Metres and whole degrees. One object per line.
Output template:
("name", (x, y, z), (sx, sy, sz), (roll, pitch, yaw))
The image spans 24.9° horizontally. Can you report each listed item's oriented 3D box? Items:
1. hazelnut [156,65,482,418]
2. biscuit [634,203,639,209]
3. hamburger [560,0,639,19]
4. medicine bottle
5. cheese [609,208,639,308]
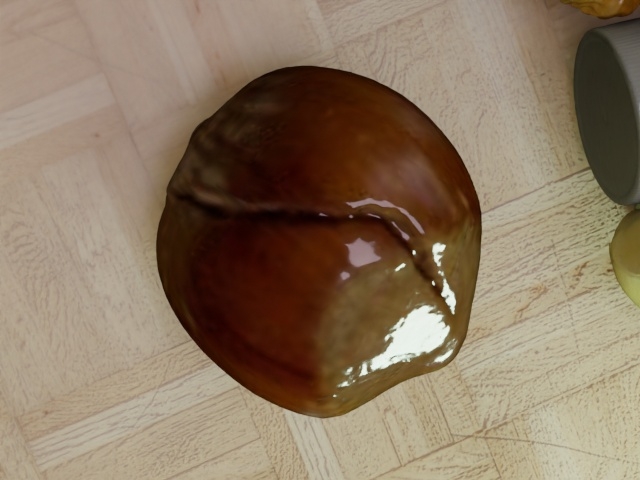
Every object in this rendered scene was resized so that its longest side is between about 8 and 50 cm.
("hazelnut", (0.000, 0.000, 1.536), (0.372, 0.315, 0.372), (-1, 86, 16))
("biscuit", (0.495, -0.005, 1.749), (0.252, 0.052, 0.150), (15, 96, -11))
("hamburger", (0.336, -0.333, 1.577), (0.237, 0.237, 0.149), (-33, 109, -3))
("medicine bottle", (0.459, -0.165, 1.614), (0.306, 0.245, 0.245), (-12, 102, -9))
("cheese", (0.486, 0.045, 1.619), (0.316, 0.259, 0.128), (29, 65, -45))
